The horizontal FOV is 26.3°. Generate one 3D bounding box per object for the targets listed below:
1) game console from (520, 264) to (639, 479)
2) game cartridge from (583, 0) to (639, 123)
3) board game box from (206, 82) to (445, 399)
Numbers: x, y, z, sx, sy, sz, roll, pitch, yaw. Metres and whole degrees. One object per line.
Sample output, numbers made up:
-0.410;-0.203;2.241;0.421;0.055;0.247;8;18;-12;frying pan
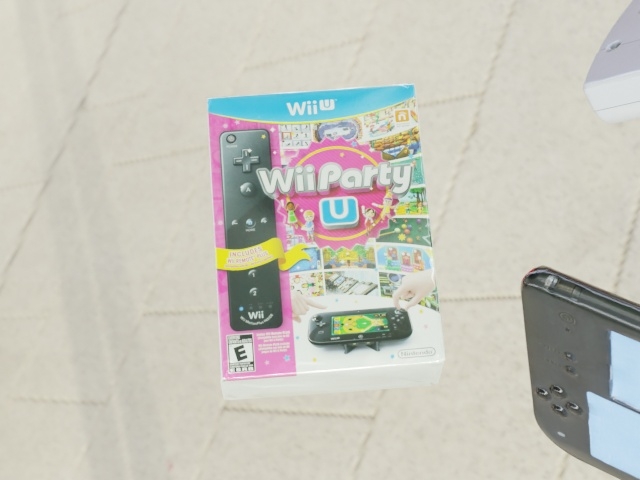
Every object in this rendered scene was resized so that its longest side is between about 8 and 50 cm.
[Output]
0.398;0.199;1.484;0.387;0.342;0.060;23;64;28;game console
0.349;-0.206;1.141;0.198;0.062;0.297;-15;28;54;game cartridge
0.000;0.000;1.410;0.224;0.097;0.303;-4;69;-1;board game box
